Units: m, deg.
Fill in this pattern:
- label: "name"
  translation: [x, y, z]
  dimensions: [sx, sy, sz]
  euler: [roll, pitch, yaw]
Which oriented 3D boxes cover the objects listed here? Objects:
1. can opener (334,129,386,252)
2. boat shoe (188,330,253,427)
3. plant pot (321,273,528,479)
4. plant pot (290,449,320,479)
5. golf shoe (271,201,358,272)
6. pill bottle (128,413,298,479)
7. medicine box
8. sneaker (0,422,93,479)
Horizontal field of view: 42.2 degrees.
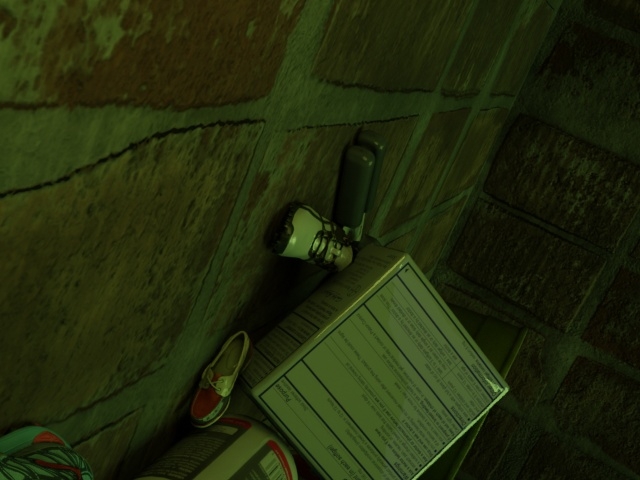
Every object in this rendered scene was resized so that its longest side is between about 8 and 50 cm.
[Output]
- label: "can opener"
  translation: [0.076, -0.047, 1.310]
  dimensions: [0.076, 0.095, 0.283]
  euler: [-54, 164, -34]
- label: "boat shoe"
  translation: [-0.131, 0.180, 1.085]
  dimensions: [0.137, 0.049, 0.043]
  euler: [-57, 162, -32]
- label: "plant pot"
  translation: [0.127, 0.237, 1.487]
  dimensions: [0.366, 0.353, 0.366]
  euler: [-57, 166, -23]
- label: "plant pot"
  translation: [-0.040, 0.621, 1.852]
  dimensions: [0.275, 0.275, 0.243]
  euler: [-5, 113, -74]
- label: "golf shoe"
  translation: [0.000, 0.000, 1.130]
  dimensions: [0.077, 0.094, 0.198]
  euler: [-64, 165, 9]
- label: "pill bottle"
  translation: [-0.162, 0.347, 1.014]
  dimensions: [0.176, 0.176, 0.318]
  euler: [-67, 166, 17]
- label: "medicine box"
  translation: [0.068, 0.196, 1.185]
  dimensions: [0.289, 0.263, 0.149]
  euler: [-41, -164, -10]
- label: "sneaker"
  translation: [-0.227, 0.212, 0.631]
  dimensions: [0.104, 0.125, 0.262]
  euler: [-60, 166, -8]
